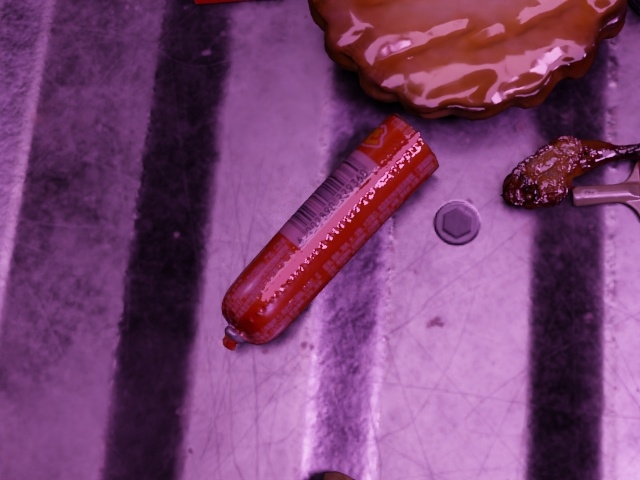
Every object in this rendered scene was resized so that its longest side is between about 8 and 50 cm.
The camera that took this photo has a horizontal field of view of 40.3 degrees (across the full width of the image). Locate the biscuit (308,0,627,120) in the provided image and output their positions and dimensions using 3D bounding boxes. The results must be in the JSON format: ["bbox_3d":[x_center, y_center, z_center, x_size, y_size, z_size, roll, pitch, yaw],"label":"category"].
[{"bbox_3d":[0.146,-0.269,0.872,0.325,0.107,0.326,-3,76,11],"label":"biscuit"}]

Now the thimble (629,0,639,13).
[{"bbox_3d":[0.349,-0.277,0.865,0.095,0.066,0.104,-12,74,7],"label":"thimble"}]

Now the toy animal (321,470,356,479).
[{"bbox_3d":[0.037,0.285,0.749,0.218,0.101,0.103,41,83,15],"label":"toy animal"}]

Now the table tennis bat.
[{"bbox_3d":[0.321,-0.048,0.840,0.156,0.013,0.087,-5,78,5],"label":"table tennis bat"}]

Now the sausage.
[{"bbox_3d":[0.000,0.000,0.840,0.074,0.074,0.274,41,84,15],"label":"sausage"}]

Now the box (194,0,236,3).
[{"bbox_3d":[-0.091,-0.337,0.950,0.100,0.048,0.152,-3,74,9],"label":"box"}]

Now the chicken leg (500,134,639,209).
[{"bbox_3d":[0.242,-0.071,0.840,0.145,0.037,0.062,-28,58,-2],"label":"chicken leg"}]
